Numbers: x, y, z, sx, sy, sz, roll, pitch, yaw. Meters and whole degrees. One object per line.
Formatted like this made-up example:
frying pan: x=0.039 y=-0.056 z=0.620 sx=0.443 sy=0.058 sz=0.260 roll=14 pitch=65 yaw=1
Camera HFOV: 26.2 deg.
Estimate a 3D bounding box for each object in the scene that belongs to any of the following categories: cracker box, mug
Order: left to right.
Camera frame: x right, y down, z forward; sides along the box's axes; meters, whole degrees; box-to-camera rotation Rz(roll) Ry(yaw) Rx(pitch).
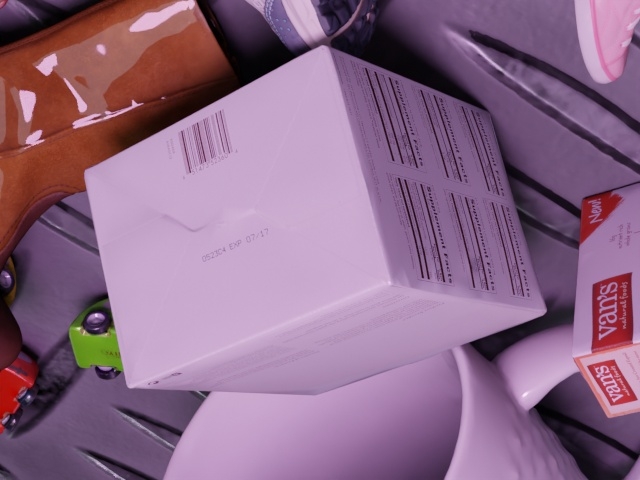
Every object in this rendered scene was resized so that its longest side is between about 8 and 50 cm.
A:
mug: x=0.118 y=0.211 z=1.039 sx=0.374 sy=0.276 sz=0.328 roll=-41 pitch=125 yaw=5
cracker box: x=0.279 y=0.013 z=0.866 sx=0.232 sy=0.156 sz=0.067 roll=-18 pitch=125 yaw=26

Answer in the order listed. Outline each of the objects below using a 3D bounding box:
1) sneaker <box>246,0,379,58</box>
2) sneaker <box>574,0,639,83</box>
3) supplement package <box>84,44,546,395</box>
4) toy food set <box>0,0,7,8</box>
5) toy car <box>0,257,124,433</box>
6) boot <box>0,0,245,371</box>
sneaker: x=-0.064 y=-0.217 z=0.795 sx=0.122 sy=0.110 sz=0.283 roll=-14 pitch=119 yaw=36
sneaker: x=0.187 y=-0.152 z=0.811 sx=0.070 sy=0.051 sz=0.134 roll=1 pitch=127 yaw=20
supplement package: x=0.000 y=0.000 z=0.868 sx=0.194 sy=0.149 sz=0.203 roll=-23 pitch=161 yaw=29
toy food set: x=-0.219 y=-0.200 z=0.854 sx=0.128 sy=0.071 sz=0.218 roll=36 pitch=130 yaw=-19
toy car: x=-0.209 y=0.071 z=1.109 sx=0.225 sy=0.053 sz=0.239 roll=4 pitch=133 yaw=10
boot: x=-0.172 y=-0.039 z=0.962 sx=0.280 sy=0.096 sz=0.264 roll=-19 pitch=122 yaw=0
